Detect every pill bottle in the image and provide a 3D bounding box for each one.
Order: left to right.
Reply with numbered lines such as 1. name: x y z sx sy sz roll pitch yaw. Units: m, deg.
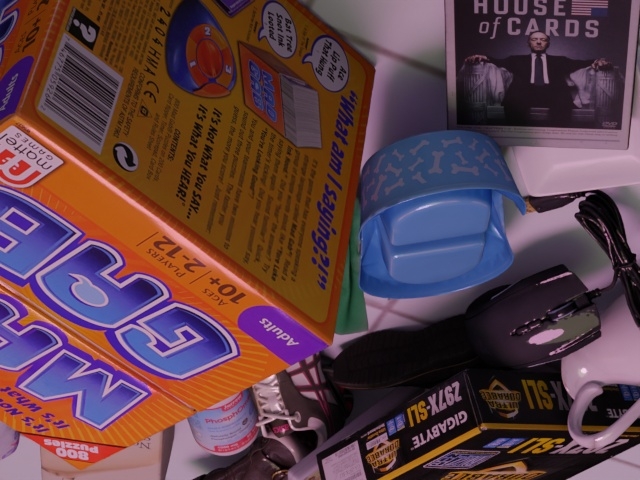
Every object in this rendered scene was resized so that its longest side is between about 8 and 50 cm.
1. pill bottle: -0.128 0.186 2.077 0.087 0.087 0.160 0 141 11

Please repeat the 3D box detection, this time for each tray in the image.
1. tray: 0.243 -0.149 1.665 0.145 0.030 0.270 -8 136 18

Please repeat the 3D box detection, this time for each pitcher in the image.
1. pitcher: 0.357 0.128 1.849 0.207 0.178 0.125 -21 141 31

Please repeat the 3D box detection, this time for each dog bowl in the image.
1. dog bowl: 0.114 -0.024 1.731 0.166 0.074 0.297 -9 158 -2

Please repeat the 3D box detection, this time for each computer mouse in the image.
1. computer mouse: 0.229 0.048 1.825 0.262 0.060 0.184 -19 98 42

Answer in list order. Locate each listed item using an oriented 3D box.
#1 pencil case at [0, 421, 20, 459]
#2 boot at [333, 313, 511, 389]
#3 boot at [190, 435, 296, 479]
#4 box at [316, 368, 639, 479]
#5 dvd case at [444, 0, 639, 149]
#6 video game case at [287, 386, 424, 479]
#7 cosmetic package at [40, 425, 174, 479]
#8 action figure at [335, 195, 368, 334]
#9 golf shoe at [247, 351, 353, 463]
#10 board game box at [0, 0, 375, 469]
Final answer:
1. pencil case: -0.428 0.167 2.099 0.124 0.113 0.273 17 140 5
2. boot: 0.128 0.166 2.023 0.198 0.077 0.137 -12 140 25
3. boot: -0.027 0.332 2.235 0.229 0.091 0.263 -35 130 30
4. box: 0.198 0.236 1.981 0.322 0.079 0.257 7 147 -43
5. dvd case: 0.206 -0.178 1.593 0.179 0.030 0.239 3 140 8
6. video game case: 0.043 0.281 2.090 0.023 0.212 0.193 40 149 28
7. cosmetic package: -0.260 0.187 2.090 0.160 0.113 0.309 8 138 1
8. action figure: 0.000 0.000 1.860 0.137 0.063 0.232 10 137 2
9. golf shoe: -0.043 0.162 2.015 0.105 0.120 0.273 -13 133 28
10. board game box: -0.210 -0.066 1.600 0.356 0.357 0.356 -29 126 36
